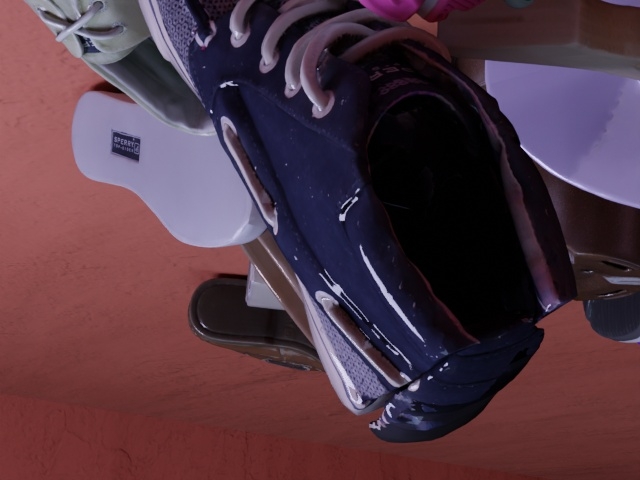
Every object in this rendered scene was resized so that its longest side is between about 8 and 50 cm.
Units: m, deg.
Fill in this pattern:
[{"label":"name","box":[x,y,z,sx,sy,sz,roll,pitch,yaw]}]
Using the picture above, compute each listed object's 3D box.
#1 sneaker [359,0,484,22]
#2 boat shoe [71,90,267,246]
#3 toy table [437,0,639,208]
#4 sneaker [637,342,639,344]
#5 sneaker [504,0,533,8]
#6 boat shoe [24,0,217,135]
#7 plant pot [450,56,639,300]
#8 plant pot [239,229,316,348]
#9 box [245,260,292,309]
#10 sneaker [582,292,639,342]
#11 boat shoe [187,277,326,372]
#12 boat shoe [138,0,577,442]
[{"label":"sneaker","box":[0.101,-0.197,0.501,0.252,0.111,0.103,-30,161,10]},{"label":"boat shoe","box":[-0.096,-0.058,0.981,0.088,0.096,0.267,-1,-168,-36]},{"label":"toy table","box":[0.198,-0.097,0.643,0.274,0.252,0.161,-11,174,24]},{"label":"sneaker","box":[0.432,0.126,1.454,0.293,0.146,0.102,11,162,-22]},{"label":"sneaker","box":[0.068,-0.152,0.599,0.069,0.098,0.038,-5,177,39]},{"label":"boat shoe","box":[-0.121,-0.152,0.763,0.109,0.094,0.302,-4,162,28]},{"label":"plant pot","box":[0.167,-0.051,0.899,0.167,0.165,0.167,5,164,1]},{"label":"plant pot","box":[0.000,0.000,1.132,0.110,0.237,0.237,-36,164,-6]},{"label":"box","box":[0.066,0.026,1.316,0.275,0.094,0.113,7,164,-5]},{"label":"sneaker","box":[0.413,0.039,1.070,0.258,0.169,0.447,1,-173,-11]},{"label":"boat shoe","box":[-0.012,0.108,1.622,0.307,0.110,0.104,16,167,-2]},{"label":"boat shoe","box":[0.011,-0.080,0.600,0.127,0.340,0.158,-24,169,-17]}]
